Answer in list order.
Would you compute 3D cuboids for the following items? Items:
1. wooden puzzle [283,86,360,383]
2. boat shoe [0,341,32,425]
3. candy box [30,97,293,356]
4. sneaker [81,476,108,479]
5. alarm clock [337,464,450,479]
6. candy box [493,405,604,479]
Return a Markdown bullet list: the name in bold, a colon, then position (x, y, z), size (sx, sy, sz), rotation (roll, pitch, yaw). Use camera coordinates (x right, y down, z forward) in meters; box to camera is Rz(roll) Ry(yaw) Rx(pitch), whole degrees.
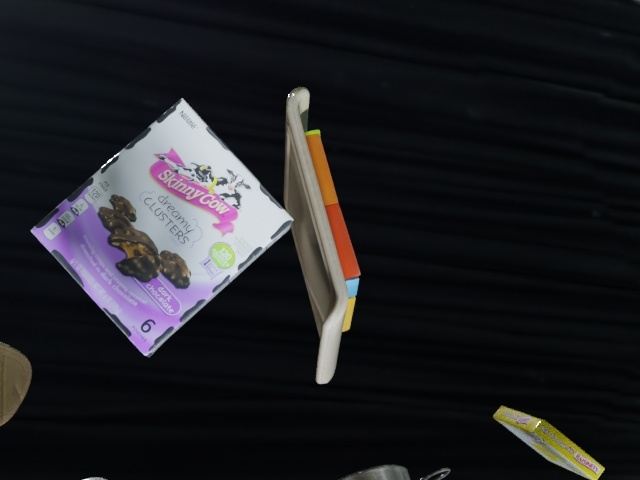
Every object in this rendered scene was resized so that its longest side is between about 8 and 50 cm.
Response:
- **wooden puzzle**: position (0.000, 0.000, 1.214), size (0.221, 0.044, 0.238), rotation (97, 164, -68)
- **boat shoe**: position (-0.379, 0.091, 1.132), size (0.098, 0.302, 0.109), rotation (22, 77, 24)
- **candy box**: position (-0.152, -0.012, 1.212), size (0.196, 0.165, 0.070), rotation (-43, -1, -7)
- **sneaker**: position (-0.196, 0.270, 1.189), size (0.090, 0.115, 0.232), rotation (38, 149, 15)
- **alarm clock**: position (0.077, 0.329, 1.562), size (0.129, 0.192, 0.064), rotation (67, 179, -62)
- **candy box**: position (0.302, 0.269, 1.660), size (0.027, 0.105, 0.206), rotation (-50, 4, -6)
